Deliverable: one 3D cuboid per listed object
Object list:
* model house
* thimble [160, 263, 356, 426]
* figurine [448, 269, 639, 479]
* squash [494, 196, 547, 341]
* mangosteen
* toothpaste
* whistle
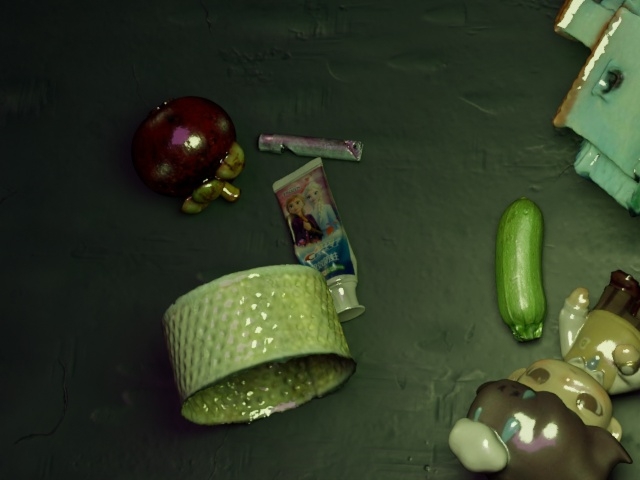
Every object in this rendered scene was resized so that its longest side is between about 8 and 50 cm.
[{"bbox_3d":[0.469,-0.221,1.879,0.329,0.251,0.295,44,114,43],"label":"model house"},{"bbox_3d":[-0.093,0.155,1.876,0.270,0.271,0.150,-21,68,9],"label":"thimble"},{"bbox_3d":[0.356,0.208,1.772,0.218,0.206,0.365,38,85,7],"label":"figurine"},{"bbox_3d":[0.298,0.042,1.906,0.077,0.068,0.219,4,74,-18],"label":"squash"},{"bbox_3d":[-0.204,-0.133,2.049,0.200,0.200,0.200,-4,74,14],"label":"mangosteen"},{"bbox_3d":[0.000,0.000,2.010,0.096,0.061,0.266,-28,65,18],"label":"toothpaste"},{"bbox_3d":[-0.017,-0.151,2.066,0.176,0.033,0.033,7,77,17],"label":"whistle"}]
